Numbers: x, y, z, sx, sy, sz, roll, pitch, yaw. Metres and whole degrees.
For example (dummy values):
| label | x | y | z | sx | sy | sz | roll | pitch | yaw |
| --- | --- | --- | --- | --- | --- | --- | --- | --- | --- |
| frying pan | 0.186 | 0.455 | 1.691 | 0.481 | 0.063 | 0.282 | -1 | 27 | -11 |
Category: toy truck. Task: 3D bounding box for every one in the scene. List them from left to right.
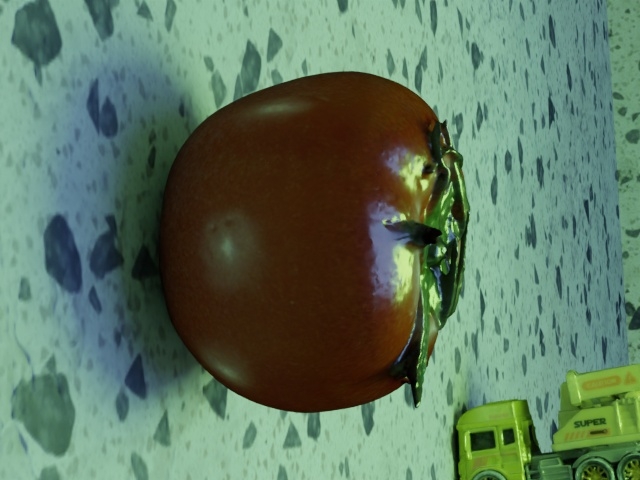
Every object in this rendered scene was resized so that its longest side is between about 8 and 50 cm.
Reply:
| label | x | y | z | sx | sy | sz | roll | pitch | yaw |
| --- | --- | --- | --- | --- | --- | --- | --- | --- | --- |
| toy truck | 0.303 | 0.241 | 1.836 | 0.124 | 0.272 | 0.157 | 13 | 68 | -69 |

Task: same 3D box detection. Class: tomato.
| label | x | y | z | sx | sy | sz | roll | pitch | yaw |
| --- | --- | --- | --- | --- | --- | --- | --- | --- | --- |
| tomato | 0.000 | 0.000 | 1.084 | 0.256 | 0.224 | 0.256 | 1 | 90 | -72 |
